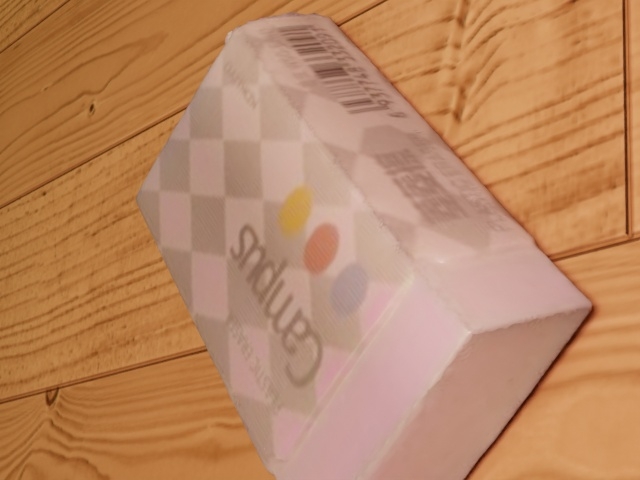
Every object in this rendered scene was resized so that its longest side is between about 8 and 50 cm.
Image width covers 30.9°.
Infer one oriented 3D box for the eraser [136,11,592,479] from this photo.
[{"bbox_3d":[0.000,0.000,0.802,0.213,0.082,0.397,-57,38,18],"label":"eraser"}]
